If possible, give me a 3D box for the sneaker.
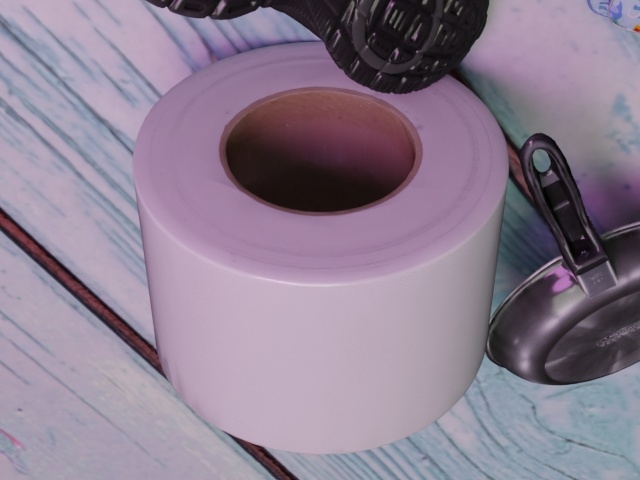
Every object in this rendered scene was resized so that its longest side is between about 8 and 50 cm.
[{"bbox_3d":[-0.011,-0.185,0.820,0.286,0.130,0.109,18,118,-38],"label":"sneaker"}]

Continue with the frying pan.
[{"bbox_3d":[0.220,0.017,0.945,0.197,0.053,0.326,-17,149,-12],"label":"frying pan"}]

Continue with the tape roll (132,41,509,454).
[{"bbox_3d":[0.000,0.000,0.895,0.246,0.246,0.169,4,135,5],"label":"tape roll"}]

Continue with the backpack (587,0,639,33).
[{"bbox_3d":[0.230,-0.172,0.804,0.114,0.084,0.105,10,137,-5],"label":"backpack"}]
